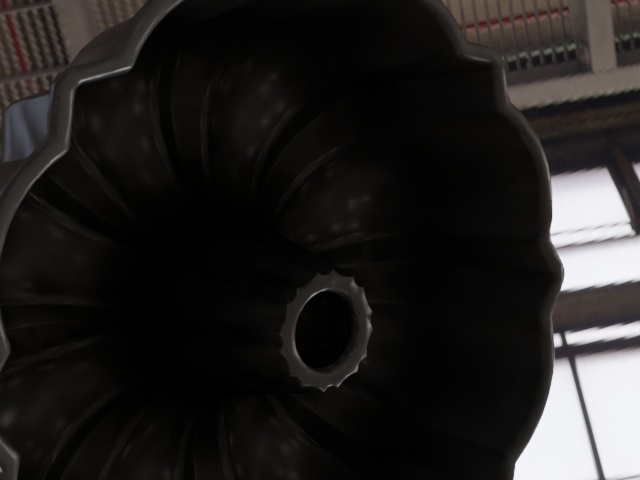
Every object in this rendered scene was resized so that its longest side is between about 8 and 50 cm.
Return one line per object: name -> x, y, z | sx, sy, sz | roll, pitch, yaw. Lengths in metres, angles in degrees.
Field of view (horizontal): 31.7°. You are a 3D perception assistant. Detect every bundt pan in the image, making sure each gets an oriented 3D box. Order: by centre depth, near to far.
bundt pan -> -0.034, 0.033, 0.542 | 0.124, 0.331, 0.331 | 10, -56, 50
